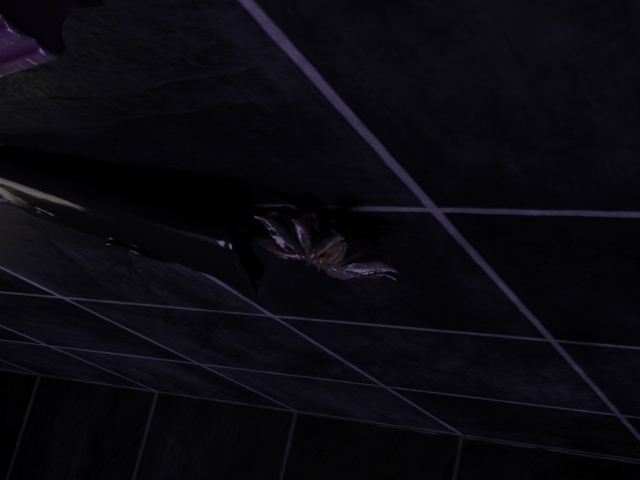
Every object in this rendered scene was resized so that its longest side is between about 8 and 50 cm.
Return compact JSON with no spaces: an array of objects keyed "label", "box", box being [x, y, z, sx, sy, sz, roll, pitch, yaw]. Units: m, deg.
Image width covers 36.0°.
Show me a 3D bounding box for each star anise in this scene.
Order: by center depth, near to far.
[{"label":"star anise","box":[0.000,0.000,1.166,0.183,0.065,0.195,21,172,-16]}]

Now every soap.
[{"label":"soap","box":[-0.301,-0.180,0.789,0.203,0.065,0.122,-4,153,42]}]

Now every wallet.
[{"label":"wallet","box":[-0.252,-0.026,1.235,0.378,0.051,0.197,18,163,14]}]

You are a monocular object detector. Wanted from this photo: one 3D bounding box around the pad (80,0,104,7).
[{"label":"pad","box":[-0.294,-0.245,0.719,0.160,0.009,0.265,3,158,29]}]
